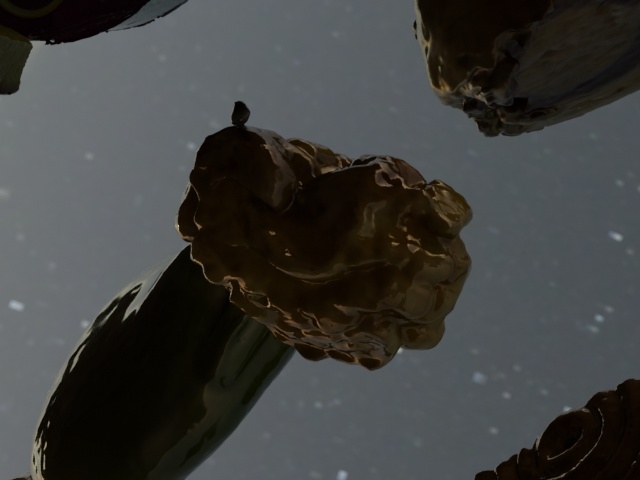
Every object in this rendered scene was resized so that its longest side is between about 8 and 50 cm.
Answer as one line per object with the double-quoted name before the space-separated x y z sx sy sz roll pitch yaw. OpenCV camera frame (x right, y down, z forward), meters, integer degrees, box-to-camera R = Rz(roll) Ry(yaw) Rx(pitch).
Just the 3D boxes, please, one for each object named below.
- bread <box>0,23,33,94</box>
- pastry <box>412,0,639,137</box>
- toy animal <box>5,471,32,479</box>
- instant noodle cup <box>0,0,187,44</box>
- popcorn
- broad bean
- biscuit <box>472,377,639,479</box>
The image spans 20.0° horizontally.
"bread" -0.269 -0.137 1.156 0.088 0.226 0.049 25 -85 14
"pastry" 0.187 -0.201 1.385 0.256 0.237 0.170 -35 -110 10
"toy animal" -0.316 0.360 1.586 0.358 0.188 0.226 -37 -113 -13
"instant noodle cup" -0.193 -0.273 1.467 0.251 0.251 0.190 -64 172 5
"popcorn" 0.000 0.004 1.182 0.163 0.194 0.140 100 8 -78
"broad bean" -0.123 0.105 1.442 0.291 0.119 0.238 -46 -157 19
"biscuit" 0.206 0.197 1.477 0.224 0.033 0.144 -35 -148 30
